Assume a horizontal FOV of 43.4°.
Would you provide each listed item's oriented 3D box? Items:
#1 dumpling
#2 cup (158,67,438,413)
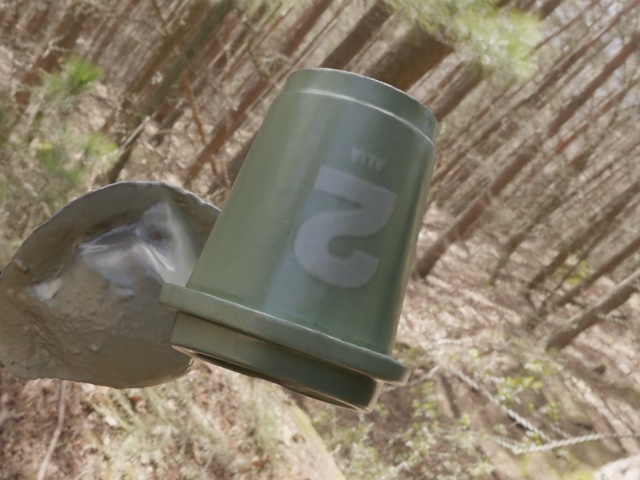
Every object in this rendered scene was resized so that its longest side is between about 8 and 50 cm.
[{"bbox_3d":[-0.205,0.051,0.855,0.175,0.227,0.243,15,30,42],"label":"dumpling"},{"bbox_3d":[0.000,0.000,0.377,0.120,0.141,0.120,20,-12,4],"label":"cup"}]
